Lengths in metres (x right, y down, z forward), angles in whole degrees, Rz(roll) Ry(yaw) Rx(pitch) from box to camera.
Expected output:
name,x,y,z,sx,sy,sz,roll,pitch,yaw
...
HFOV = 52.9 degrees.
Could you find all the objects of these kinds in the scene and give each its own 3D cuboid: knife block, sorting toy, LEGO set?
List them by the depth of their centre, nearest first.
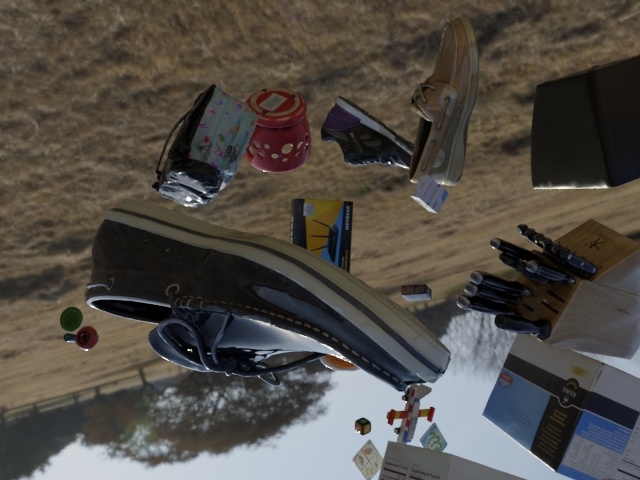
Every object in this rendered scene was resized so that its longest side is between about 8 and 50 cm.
name,x,y,z,sx,sy,sz,roll,pitch,yaw
knife block,0.300,0.093,0.837,0.242,0.275,0.088,-29,-142,-13
LEGO set,0.153,0.375,1.167,0.182,0.244,0.060,-43,-146,-21
sorting toy,-0.492,0.185,1.320,0.061,0.102,0.042,-42,162,2

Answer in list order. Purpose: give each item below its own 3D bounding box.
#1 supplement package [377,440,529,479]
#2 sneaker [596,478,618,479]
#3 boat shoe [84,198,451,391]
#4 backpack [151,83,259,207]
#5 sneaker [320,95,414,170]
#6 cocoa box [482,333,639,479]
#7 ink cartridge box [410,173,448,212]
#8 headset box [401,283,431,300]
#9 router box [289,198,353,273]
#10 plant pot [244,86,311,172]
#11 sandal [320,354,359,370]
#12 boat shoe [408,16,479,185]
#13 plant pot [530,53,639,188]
name,x,y,z,sx,sy,sz,roll,pitch,yaw
supplement package,0.197,0.475,0.991,0.199,0.262,0.198,23,162,-17
sneaker,0.408,0.493,0.809,0.210,0.365,0.137,16,164,17
boat shoe,-0.090,0.076,0.696,0.501,0.155,0.187,15,164,38
backpack,-0.176,-0.150,1.016,0.115,0.181,0.152,31,154,-22
sneaker,0.124,-0.211,1.495,0.124,0.283,0.107,-57,158,14
cocoa box,0.543,0.361,1.358,0.232,0.227,0.347,24,179,-9
ink cartridge box,0.209,-0.094,1.257,0.083,0.048,0.028,33,173,-40
headset box,0.283,0.156,1.917,0.083,0.032,0.062,-7,156,25
router box,0.000,0.000,1.414,0.133,0.178,0.046,2,-179,-16
plant pot,-0.118,-0.307,1.755,0.191,0.191,0.174,-13,139,-16
sandal,0.045,0.160,1.359,0.102,0.265,0.076,1,128,1
boat shoe,0.243,-0.276,1.305,0.110,0.340,0.121,0,-161,-7
plant pot,0.438,-0.186,0.994,0.188,0.166,0.187,-21,-170,-16
